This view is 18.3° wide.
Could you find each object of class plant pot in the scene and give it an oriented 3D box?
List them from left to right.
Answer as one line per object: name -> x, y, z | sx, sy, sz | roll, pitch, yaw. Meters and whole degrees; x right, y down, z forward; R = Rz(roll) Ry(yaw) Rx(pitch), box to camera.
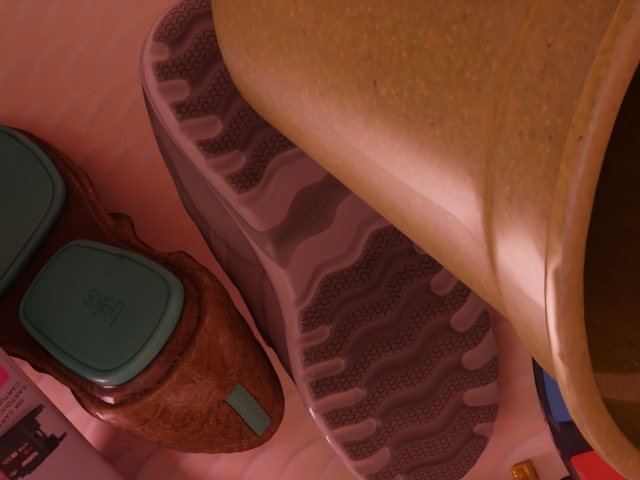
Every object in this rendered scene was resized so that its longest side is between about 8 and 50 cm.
plant pot -> 0.102, -0.081, 0.759 | 0.254, 0.276, 0.276 | 32, 130, 43

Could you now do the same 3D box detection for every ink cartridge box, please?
ink cartridge box -> -0.182, 0.105, 1.082 | 0.186, 0.065, 0.311 | 27, 162, 45

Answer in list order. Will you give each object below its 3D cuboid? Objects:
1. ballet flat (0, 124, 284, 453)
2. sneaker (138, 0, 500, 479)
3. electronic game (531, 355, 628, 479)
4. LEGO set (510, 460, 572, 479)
ballet flat -> -0.123, 0.032, 1.075 | 0.124, 0.116, 0.342 | 43, 170, -36
sneaker -> 0.000, 0.000, 1.003 | 0.281, 0.105, 0.115 | 63, 168, -9
electronic game -> 0.194, 0.071, 0.885 | 0.229, 0.048, 0.229 | 18, 122, 32
LEGO set -> 0.045, 0.215, 1.041 | 0.132, 0.107, 0.287 | 49, 134, 11
